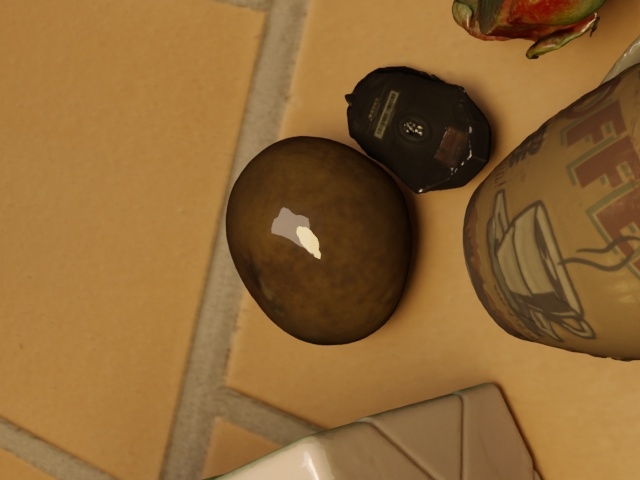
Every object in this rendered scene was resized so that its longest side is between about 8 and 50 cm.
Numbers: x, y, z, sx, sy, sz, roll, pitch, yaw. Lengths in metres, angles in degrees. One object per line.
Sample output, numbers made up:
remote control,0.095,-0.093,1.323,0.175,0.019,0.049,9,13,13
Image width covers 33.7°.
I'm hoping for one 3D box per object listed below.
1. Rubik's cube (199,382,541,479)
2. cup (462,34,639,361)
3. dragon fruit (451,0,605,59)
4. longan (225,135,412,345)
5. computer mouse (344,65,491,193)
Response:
Rubik's cube,0.017,0.325,0.823,0.316,0.322,0.318,-31,74,27
cup,0.243,-0.052,0.767,0.257,0.227,0.301,-16,50,44
dragon fruit,0.171,-0.262,0.766,0.130,0.295,0.268,14,127,8
longan,0.000,0.000,0.933,0.167,0.167,0.187,-12,85,32
computer mouse,0.091,-0.100,0.939,0.172,0.057,0.099,33,109,40
